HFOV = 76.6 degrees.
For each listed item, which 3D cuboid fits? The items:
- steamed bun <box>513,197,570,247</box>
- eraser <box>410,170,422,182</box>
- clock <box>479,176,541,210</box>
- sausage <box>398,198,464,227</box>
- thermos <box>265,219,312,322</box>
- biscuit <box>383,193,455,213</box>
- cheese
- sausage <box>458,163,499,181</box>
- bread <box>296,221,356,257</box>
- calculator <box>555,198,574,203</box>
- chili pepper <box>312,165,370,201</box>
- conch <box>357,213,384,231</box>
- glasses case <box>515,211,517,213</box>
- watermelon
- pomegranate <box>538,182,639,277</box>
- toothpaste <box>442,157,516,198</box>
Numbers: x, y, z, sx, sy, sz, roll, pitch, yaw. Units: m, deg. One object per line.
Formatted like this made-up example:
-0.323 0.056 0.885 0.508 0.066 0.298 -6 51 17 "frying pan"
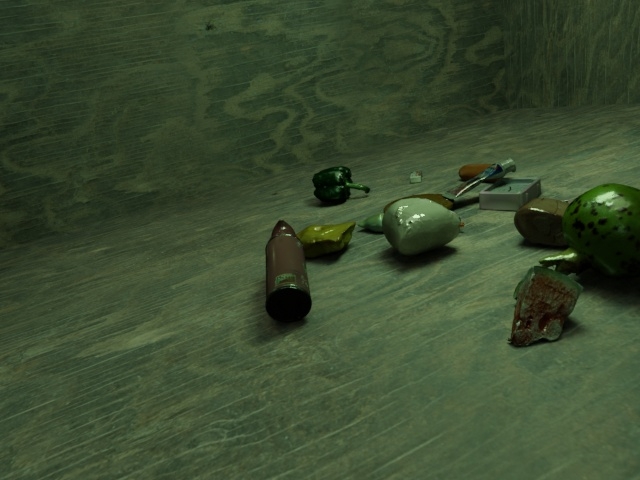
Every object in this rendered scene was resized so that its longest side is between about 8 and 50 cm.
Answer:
0.621 -0.047 1.081 0.175 0.106 0.145 22 32 35 "steamed bun"
0.465 -0.308 1.963 0.052 0.029 0.122 -6 20 19 "eraser"
0.667 -0.167 1.420 0.150 0.063 0.197 8 28 45 "clock"
0.359 -0.080 1.328 0.234 0.071 0.071 19 36 39 "sausage"
-0.085 0.073 1.092 0.109 0.136 0.330 -35 31 15 "thermos"
0.367 -0.122 1.516 0.262 0.037 0.262 -11 20 4 "biscuit"
0.277 -0.041 1.181 0.198 0.154 0.189 -14 38 -17 "cheese"
0.678 -0.289 1.725 0.076 0.076 0.197 -24 21 -28 "sausage"
0.000 0.000 1.346 0.233 0.088 0.161 -1 18 35 "bread"
0.738 -0.103 1.267 0.166 0.024 0.103 2 24 39 "calculator"
0.095 -0.261 1.876 0.261 0.165 0.174 -4 10 18 "chili pepper"
0.216 -0.068 1.421 0.180 0.065 0.088 -2 23 38 "conch"
0.622 -0.074 1.258 0.032 0.021 0.083 -2 23 32 "glasses case"
0.419 0.118 0.755 0.098 0.121 0.158 22 38 21 "watermelon"
0.602 -0.001 0.858 0.263 0.211 0.211 -43 17 12 "pomegranate"
0.581 -0.219 1.482 0.266 0.061 0.096 -27 15 1 "toothpaste"
